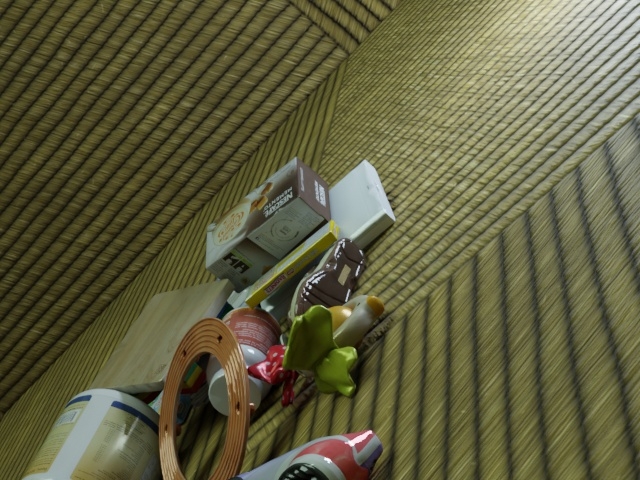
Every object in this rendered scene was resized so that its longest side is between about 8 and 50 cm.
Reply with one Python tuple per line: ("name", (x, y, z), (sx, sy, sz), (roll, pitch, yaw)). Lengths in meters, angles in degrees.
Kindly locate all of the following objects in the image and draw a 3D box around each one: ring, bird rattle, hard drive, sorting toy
("ring", (-0.189, 0.296, 1.949), (0.336, 0.032, 0.337), (-26, 60, 55))
("bird rattle", (0.011, 0.172, 1.847), (0.207, 0.143, 0.253), (-43, -2, -20))
("hard drive", (0.000, 0.000, 2.254), (0.307, 0.040, 0.203), (-40, 31, 15))
("sorting toy", (-0.288, 0.212, 2.282), (0.255, 0.089, 0.257), (-13, 36, 47))

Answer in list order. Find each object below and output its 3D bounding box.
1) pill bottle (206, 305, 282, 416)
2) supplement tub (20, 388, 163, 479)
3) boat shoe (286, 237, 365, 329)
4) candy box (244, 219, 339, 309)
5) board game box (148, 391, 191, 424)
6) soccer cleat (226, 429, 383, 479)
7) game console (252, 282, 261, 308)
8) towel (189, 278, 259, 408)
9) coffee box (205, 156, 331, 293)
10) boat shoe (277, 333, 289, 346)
("pill bottle", (-0.138, 0.217, 2.091), (0.121, 0.121, 0.216), (-45, 15, 22))
("supplement tub", (-0.425, 0.453, 2.154), (0.228, 0.228, 0.316), (-38, 18, 40))
("boat shoe", (-0.001, 0.098, 2.051), (0.095, 0.095, 0.257), (-39, 6, 37))
("candy box", (-0.051, 0.043, 2.156), (0.206, 0.027, 0.105), (-39, 11, 10))
("board game box", (-0.338, 0.371, 2.490), (0.211, 0.039, 0.160), (-40, 17, 32))
("soccer cleat", (-0.032, 0.328, 1.566), (0.116, 0.109, 0.318), (-33, -2, -37))
("game console", (-0.254, 0.188, 2.490), (0.361, 0.044, 0.213), (-21, 44, 42))
("towel", (-0.204, 0.181, 2.353), (0.209, 0.034, 0.285), (-44, 32, 16))
("coffee box", (-0.103, -0.029, 2.282), (0.246, 0.098, 0.141), (-36, 32, 23))
("boat shoe", (-0.061, 0.204, 2.054), (0.038, 0.046, 0.125), (-43, 23, 9))
